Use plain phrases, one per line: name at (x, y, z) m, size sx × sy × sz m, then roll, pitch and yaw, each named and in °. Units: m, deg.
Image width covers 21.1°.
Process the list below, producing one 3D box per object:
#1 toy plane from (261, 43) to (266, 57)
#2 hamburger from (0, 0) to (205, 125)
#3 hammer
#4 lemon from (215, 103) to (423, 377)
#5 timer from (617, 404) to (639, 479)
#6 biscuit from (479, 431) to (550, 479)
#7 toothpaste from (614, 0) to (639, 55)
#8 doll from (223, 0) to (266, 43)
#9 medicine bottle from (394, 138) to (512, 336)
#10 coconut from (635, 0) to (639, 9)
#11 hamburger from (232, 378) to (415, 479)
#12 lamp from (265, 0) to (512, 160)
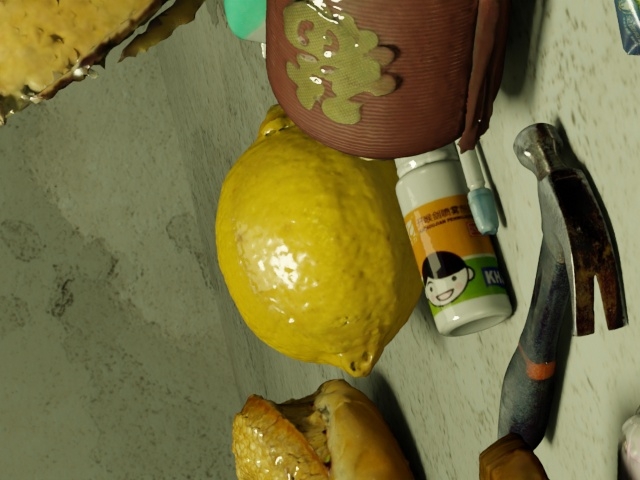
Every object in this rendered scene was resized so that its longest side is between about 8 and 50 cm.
toy plane at (-0.004, -0.278, 1.561) m, size 0.160 × 0.082 × 0.234 m, roll -106°, pitch 21°, yaw -75°
hamburger at (-0.117, -0.312, 1.055) m, size 0.287 × 0.445 × 0.268 m, roll 48°, pitch -178°, yaw -16°
hammer at (0.158, 0.065, 1.203) m, size 0.290 × 0.037 × 0.137 m, roll 92°, pitch 163°, yaw -50°
lemon at (0.000, 0.000, 1.526) m, size 0.188 × 0.188 × 0.256 m, roll 123°, pitch 133°, yaw -74°
timer at (0.224, 0.194, 0.948) m, size 0.208 × 0.069 × 0.191 m, roll -118°, pitch 17°, yaw -50°
biscuit at (0.184, 0.275, 1.035) m, size 0.359 × 0.046 × 0.359 m, roll 63°, pitch 180°, yaw 1°
toothpaste at (0.172, -0.143, 0.959) m, size 0.027 × 0.019 × 0.083 m, roll -4°, pitch 100°, yaw 54°
doll at (0.014, -0.252, 1.361) m, size 0.258 × 0.153 × 0.195 m, roll 151°, pitch 126°, yaw -61°
medicine bottle at (0.099, -0.042, 1.343) m, size 0.092 × 0.061 × 0.220 m, roll -37°, pitch 63°, yaw 51°
coconut at (0.160, -0.182, 0.876) m, size 0.133 × 0.055 × 0.158 m, roll 117°, pitch 141°, yaw -74°
hamburger at (0.018, 0.304, 1.809) m, size 0.290 × 0.170 × 0.314 m, roll 108°, pitch 146°, yaw -74°
lamp at (0.051, -0.155, 1.163) m, size 0.258 × 0.180 × 0.180 m, roll 90°, pitch 163°, yaw -46°
